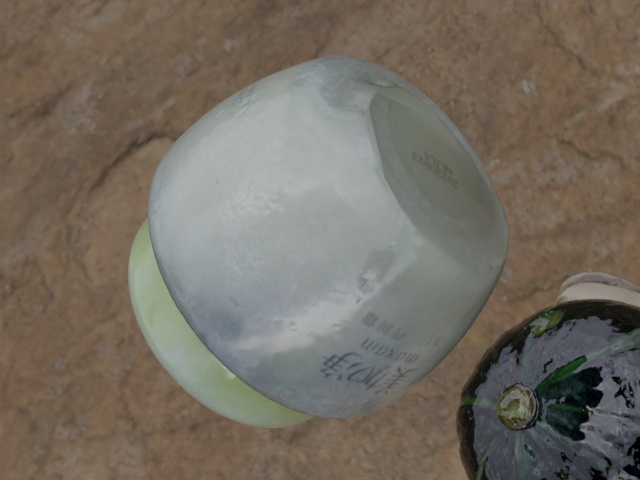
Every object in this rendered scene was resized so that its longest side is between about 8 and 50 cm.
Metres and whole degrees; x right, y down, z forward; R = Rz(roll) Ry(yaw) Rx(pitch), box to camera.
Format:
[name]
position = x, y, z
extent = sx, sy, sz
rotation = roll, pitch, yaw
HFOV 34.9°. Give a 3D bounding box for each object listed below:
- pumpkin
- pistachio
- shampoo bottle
[pumpkin]
position = 0.303, 0.216, 1.224
extent = 0.315, 0.238, 0.315
rotation = -21, 58, 38
[pistachio]
position = 0.444, 0.133, 1.495
extent = 0.215, 0.144, 0.144
rotation = 39, 88, 4
[shampoo bottle]
position = 0.000, 0.000, 0.958
extent = 0.317, 0.322, 0.323
rotation = -42, 53, 29
